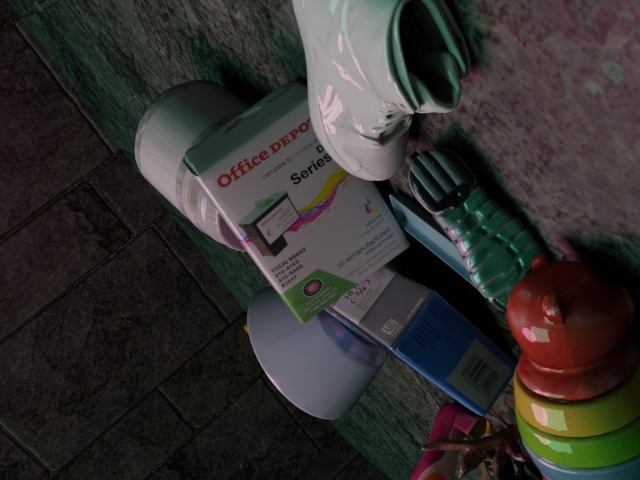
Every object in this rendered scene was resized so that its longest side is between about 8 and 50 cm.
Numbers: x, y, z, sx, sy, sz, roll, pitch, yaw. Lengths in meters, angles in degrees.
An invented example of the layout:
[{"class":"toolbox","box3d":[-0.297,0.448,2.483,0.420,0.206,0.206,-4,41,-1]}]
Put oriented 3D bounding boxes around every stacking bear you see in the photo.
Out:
[{"class":"stacking bear","box3d":[0.279,0.152,0.740,0.289,0.164,0.175,67,-156,-21]}]

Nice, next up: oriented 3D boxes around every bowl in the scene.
[{"class":"bowl","box3d":[0.020,0.183,1.431,0.312,0.163,0.311,36,-149,-26]}]

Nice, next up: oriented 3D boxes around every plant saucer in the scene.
[{"class":"plant saucer","box3d":[0.164,0.002,0.954,0.192,0.018,0.067,42,164,38]}]

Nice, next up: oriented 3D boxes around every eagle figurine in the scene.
[{"class":"eagle figurine","box3d":[0.325,0.437,1.281,0.226,0.225,0.298,15,137,30]}]

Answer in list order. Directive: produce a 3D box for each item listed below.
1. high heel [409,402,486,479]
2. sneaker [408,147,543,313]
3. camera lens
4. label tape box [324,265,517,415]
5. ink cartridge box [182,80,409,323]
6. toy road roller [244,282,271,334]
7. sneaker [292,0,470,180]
[{"class":"high heel","box3d":[0.226,0.434,1.445,0.082,0.244,0.117,49,161,-26]},{"class":"sneaker","box3d":[0.181,-0.016,0.810,0.223,0.083,0.098,54,-172,-10]},{"class":"camera lens","box3d":[-0.170,-0.133,1.215,0.274,0.219,0.219,39,163,36]},{"class":"label tape box","box3d":[0.117,0.124,1.144,0.241,0.106,0.334,40,173,-34]},{"class":"ink cartridge box","box3d":[-0.032,-0.055,1.013,0.278,0.201,0.117,57,174,-27]},{"class":"toy road roller","box3d":[0.002,0.232,1.715,0.241,0.202,0.329,14,149,46]},{"class":"sneaker","box3d":[0.069,-0.140,0.713,0.169,0.108,0.292,42,163,39]}]
